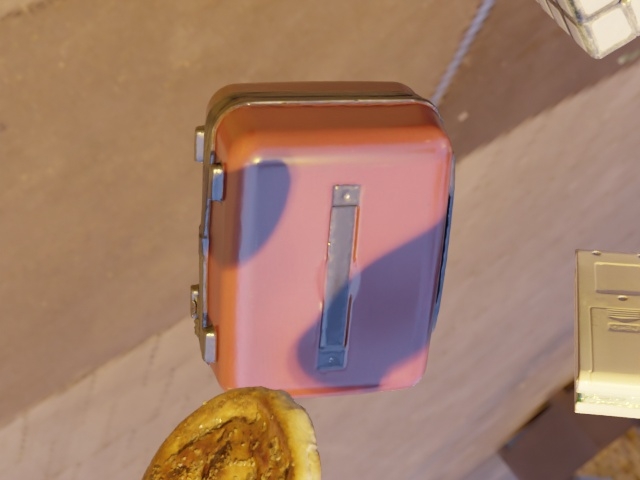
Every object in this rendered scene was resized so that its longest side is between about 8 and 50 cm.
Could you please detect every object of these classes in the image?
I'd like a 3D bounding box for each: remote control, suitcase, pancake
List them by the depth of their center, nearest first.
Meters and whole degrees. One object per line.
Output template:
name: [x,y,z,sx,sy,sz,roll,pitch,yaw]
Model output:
pancake: [-0.060,0.159,0.900,0.158,0.158,0.028,-43,134,19]
suitcase: [0.000,0.000,1.399,0.236,0.161,0.297,-3,118,-13]
remote control: [0.330,0.098,1.616,0.277,0.103,0.055,-73,166,-60]

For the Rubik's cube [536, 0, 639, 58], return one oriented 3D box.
Rubik's cube: [0.279,-0.360,1.430,0.237,0.237,0.238,-30,125,4]
